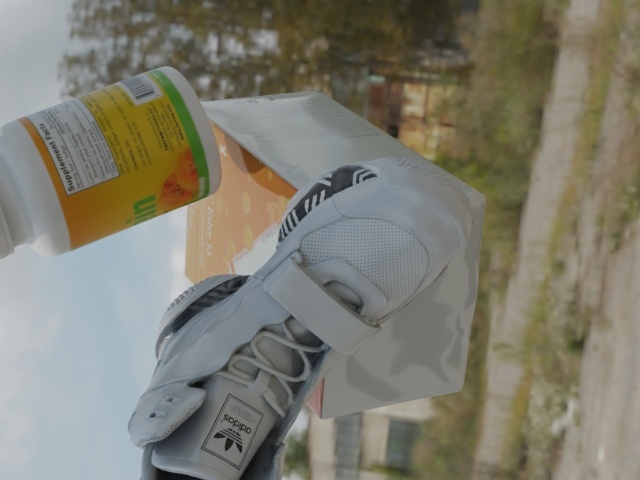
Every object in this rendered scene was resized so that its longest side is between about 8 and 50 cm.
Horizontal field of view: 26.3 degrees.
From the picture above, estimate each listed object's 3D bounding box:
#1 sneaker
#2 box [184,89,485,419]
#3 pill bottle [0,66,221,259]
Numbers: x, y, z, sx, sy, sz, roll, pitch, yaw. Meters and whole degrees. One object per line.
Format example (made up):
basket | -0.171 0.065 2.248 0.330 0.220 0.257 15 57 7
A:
sneaker | -0.025 0.091 1.102 0.366 0.137 0.210 -35 27 39
box | 0.000 0.000 1.427 0.345 0.168 0.215 39 131 53
pill bottle | -0.232 -0.066 1.321 0.136 0.246 0.136 54 158 34
